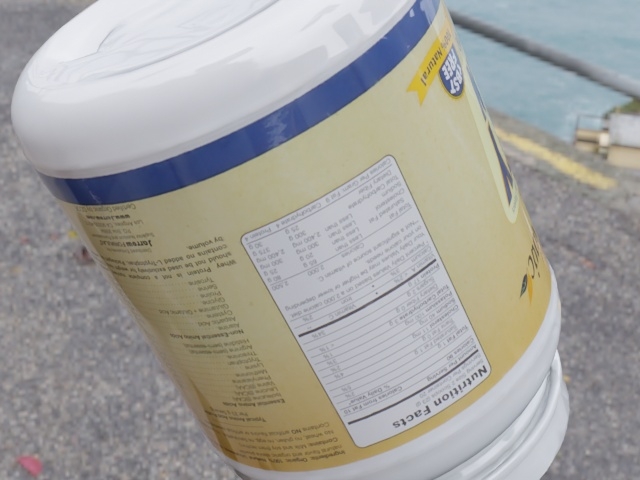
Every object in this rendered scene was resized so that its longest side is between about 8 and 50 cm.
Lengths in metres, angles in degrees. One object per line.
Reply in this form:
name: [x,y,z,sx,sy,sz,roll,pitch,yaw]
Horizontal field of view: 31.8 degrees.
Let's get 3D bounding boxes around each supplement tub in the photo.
supplement tub: [0.000,0.000,0.630,0.228,0.316,0.228,-21,29,12]
